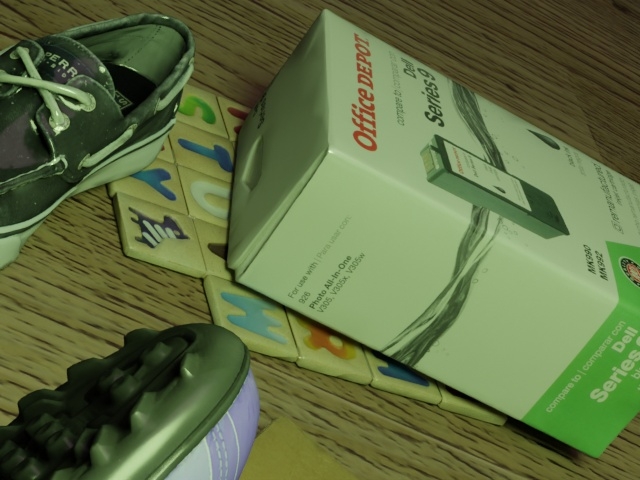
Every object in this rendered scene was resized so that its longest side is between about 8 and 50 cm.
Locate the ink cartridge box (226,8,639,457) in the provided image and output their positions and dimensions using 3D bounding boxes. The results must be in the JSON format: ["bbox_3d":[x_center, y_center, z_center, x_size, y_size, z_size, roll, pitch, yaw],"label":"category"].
[{"bbox_3d":[0.092,-0.008,1.080,0.289,0.121,0.211,27,28,-18],"label":"ink cartridge box"}]

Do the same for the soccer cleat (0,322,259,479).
[{"bbox_3d":[-0.110,0.164,0.455,0.116,0.318,0.109,44,-16,-18],"label":"soccer cleat"}]

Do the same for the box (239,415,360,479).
[{"bbox_3d":[-0.005,0.184,0.801,0.164,0.021,0.201,41,27,8],"label":"box"}]

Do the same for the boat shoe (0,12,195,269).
[{"bbox_3d":[-0.164,-0.071,0.917,0.108,0.102,0.301,40,31,11],"label":"boat shoe"}]

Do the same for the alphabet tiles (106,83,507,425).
[{"bbox_3d":[0.000,0.000,1.107,0.343,0.011,0.285,19,31,-30],"label":"alphabet tiles"}]
